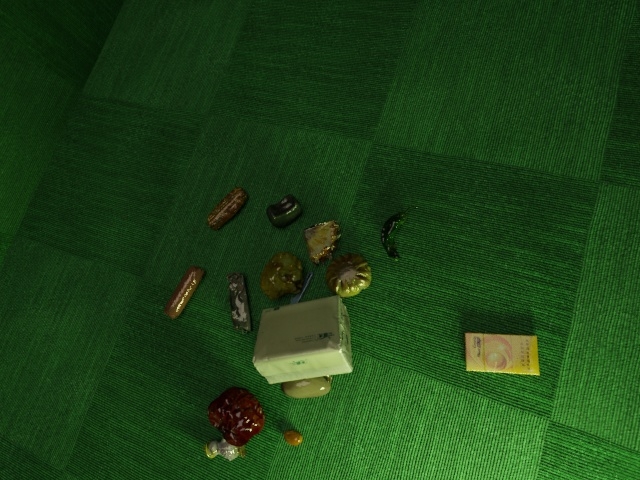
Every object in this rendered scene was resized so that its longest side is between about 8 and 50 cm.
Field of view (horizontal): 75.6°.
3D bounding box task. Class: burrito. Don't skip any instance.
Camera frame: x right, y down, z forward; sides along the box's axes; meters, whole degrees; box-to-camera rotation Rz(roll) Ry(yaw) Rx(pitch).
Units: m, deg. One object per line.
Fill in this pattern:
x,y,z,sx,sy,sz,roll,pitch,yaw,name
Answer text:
-0.393,0.300,1.992,0.096,0.066,0.309,-15,74,8,burrito

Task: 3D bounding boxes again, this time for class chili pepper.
0.345,-0.048,1.886,0.122,0.065,0.278,19,83,11,chili pepper

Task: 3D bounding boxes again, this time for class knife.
-0.117,0.280,1.948,0.044,0.019,0.313,26,84,28,knife

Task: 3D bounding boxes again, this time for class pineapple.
0.000,0.000,1.956,0.186,0.114,0.236,21,72,20,pineapple

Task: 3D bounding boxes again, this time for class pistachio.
-0.063,0.620,1.786,0.226,0.136,0.135,-6,73,6,pistachio

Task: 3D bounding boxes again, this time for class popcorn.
-0.172,0.174,1.922,0.203,0.200,0.226,30,50,-5,popcorn

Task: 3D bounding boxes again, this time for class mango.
-0.120,0.847,1.776,0.089,0.046,0.060,8,75,31,mango

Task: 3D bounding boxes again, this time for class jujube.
-0.360,0.757,1.783,0.213,0.213,0.232,-42,78,1,jujube

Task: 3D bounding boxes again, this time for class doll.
-0.427,0.917,1.819,0.207,0.081,0.129,-7,108,15,doll

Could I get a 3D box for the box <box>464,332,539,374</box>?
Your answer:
0.721,0.451,1.650,0.269,0.043,0.152,0,74,15,box

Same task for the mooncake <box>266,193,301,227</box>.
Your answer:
-0.180,-0.144,2.004,0.104,0.175,0.168,56,135,17,mooncake

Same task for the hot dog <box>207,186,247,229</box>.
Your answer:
-0.486,-0.164,2.148,0.115,0.072,0.269,41,88,14,hot dog

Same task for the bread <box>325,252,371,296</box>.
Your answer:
0.123,0.153,1.871,0.213,0.105,0.213,-5,71,16,bread

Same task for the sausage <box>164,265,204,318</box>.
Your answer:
-0.687,0.258,2.075,0.086,0.086,0.289,28,85,21,sausage

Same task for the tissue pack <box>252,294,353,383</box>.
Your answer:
-0.067,0.419,1.753,0.380,0.207,0.297,-13,39,11,tissue pack
